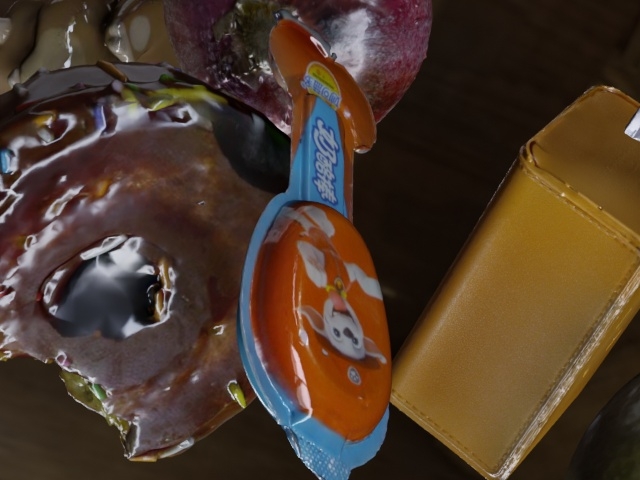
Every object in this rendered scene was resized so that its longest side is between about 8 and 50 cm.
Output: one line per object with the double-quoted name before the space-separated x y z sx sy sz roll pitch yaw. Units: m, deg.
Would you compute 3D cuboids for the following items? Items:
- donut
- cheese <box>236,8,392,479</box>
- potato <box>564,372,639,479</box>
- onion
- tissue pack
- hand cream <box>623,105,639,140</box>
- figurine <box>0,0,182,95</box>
"donut" -0.111 0.001 1.022 0.216 0.230 0.096 -64 -148 20
"cheese" 0.000 0.000 0.931 0.037 0.106 0.256 -24 -134 30
"potato" 0.211 0.175 1.122 0.160 0.178 0.235 -12 -123 56
"onion" -0.003 -0.137 1.151 0.159 0.159 0.195 -59 172 23
"tissue pack" 0.190 0.035 1.638 0.194 0.145 0.274 -41 163 -54
"hand cream" 0.302 -0.080 1.469 0.084 0.142 0.053 -56 -155 6
"figurine" -0.194 -0.172 1.775 0.173 0.177 0.247 6 -141 31
